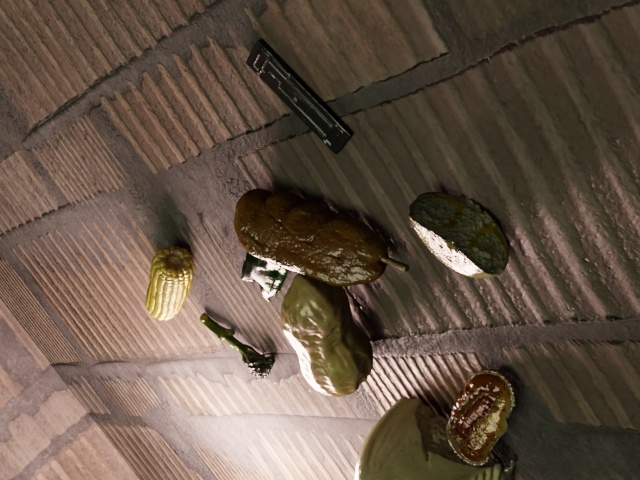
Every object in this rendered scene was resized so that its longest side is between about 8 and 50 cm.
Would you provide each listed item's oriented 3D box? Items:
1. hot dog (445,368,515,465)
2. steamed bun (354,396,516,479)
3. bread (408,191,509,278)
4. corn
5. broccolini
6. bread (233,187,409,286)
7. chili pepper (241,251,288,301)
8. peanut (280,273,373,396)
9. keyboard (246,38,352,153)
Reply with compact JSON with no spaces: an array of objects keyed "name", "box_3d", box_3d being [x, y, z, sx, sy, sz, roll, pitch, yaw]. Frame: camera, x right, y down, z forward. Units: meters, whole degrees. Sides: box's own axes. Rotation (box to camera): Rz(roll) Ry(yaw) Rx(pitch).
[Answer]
[{"name":"hot dog","box_3d":[0.266,0.290,1.525,0.099,0.053,0.192,34,125,22]},{"name":"steamed bun","box_3d":[0.172,0.450,1.707,0.272,0.273,0.290,37,145,44]},{"name":"bread","box_3d":[0.201,0.002,1.315,0.157,0.083,0.094,31,147,27]},{"name":"corn","box_3d":[-0.332,0.097,2.018,0.093,0.093,0.244,41,149,10]},{"name":"broccolini","box_3d":[-0.195,0.231,2.032,0.216,0.058,0.067,33,147,23]},{"name":"bread","box_3d":[-0.001,0.000,1.532,0.344,0.084,0.124,19,98,29]},{"name":"chili pepper","box_3d":[-0.105,0.042,1.729,0.098,0.061,0.224,30,142,14]},{"name":"peanut","box_3d":[0.013,0.170,1.632,0.149,0.149,0.313,19,144,36]},{"name":"keyboard","box_3d":[-0.034,-0.220,1.414,0.204,0.013,0.061,46,147,3]}]
